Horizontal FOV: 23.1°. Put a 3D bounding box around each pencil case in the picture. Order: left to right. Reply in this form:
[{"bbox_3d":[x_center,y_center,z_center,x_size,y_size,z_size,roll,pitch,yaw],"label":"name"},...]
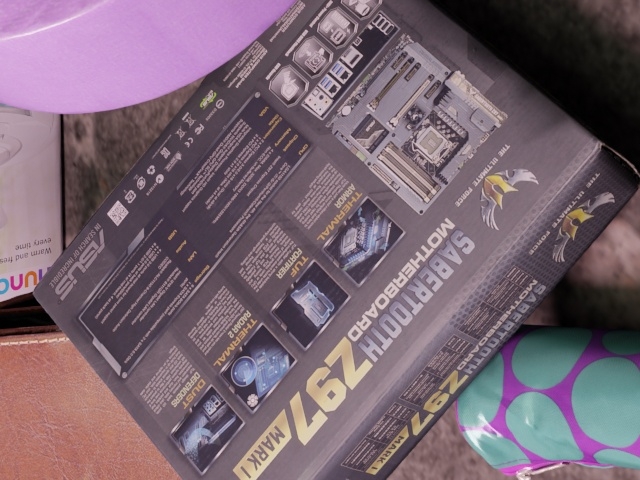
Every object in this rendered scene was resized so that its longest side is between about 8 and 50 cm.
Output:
[{"bbox_3d":[0.131,0.072,0.653,0.151,0.064,0.070,-1,85,50],"label":"pencil case"}]

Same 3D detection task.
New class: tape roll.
[{"bbox_3d":[-0.113,-0.201,0.723,0.275,0.090,0.275,-7,71,22],"label":"tape roll"}]

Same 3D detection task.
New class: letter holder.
[{"bbox_3d":[-0.099,0.181,0.892,0.214,0.152,0.302,-6,97,29],"label":"letter holder"}]

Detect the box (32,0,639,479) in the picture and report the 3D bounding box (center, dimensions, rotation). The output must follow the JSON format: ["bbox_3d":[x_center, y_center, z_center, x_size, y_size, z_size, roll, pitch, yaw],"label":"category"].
[{"bbox_3d":[0.000,0.000,0.706,0.233,0.059,0.183,-51,57,9],"label":"box"}]

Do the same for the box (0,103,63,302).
[{"bbox_3d":[-0.297,-0.059,1.072,0.262,0.127,0.231,21,117,45],"label":"box"}]
